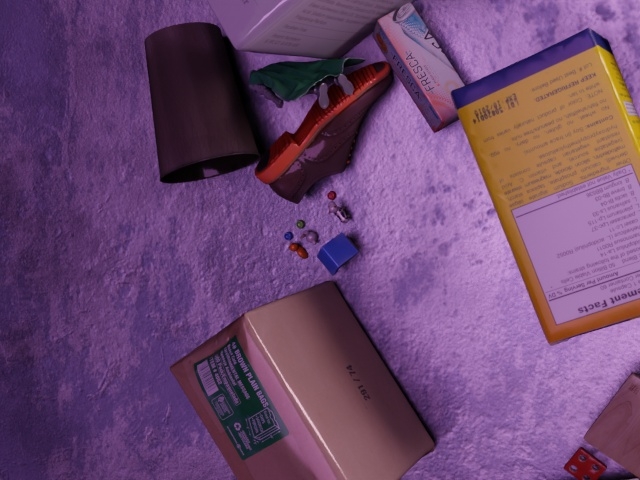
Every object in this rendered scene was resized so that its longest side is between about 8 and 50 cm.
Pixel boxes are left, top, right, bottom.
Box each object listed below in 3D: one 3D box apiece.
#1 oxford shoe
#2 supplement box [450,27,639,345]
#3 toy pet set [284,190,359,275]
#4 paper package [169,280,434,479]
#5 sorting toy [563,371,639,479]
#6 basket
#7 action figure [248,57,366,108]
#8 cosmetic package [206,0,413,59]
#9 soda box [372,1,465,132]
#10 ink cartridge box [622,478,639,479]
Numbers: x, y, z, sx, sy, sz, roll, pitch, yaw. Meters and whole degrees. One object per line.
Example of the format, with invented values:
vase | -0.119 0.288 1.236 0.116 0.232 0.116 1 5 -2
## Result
oxford shoe | 0.022 -0.170 1.364 0.271 0.097 0.098 -41 114 17
supplement box | 0.346 -0.071 1.154 0.194 0.195 0.357 -22 87 26
toy pet set | 0.000 0.000 1.395 0.122 0.065 0.114 -44 79 24
paper package | -0.015 0.254 1.303 0.168 0.309 0.325 -36 81 24
sorting toy | 0.462 0.272 1.223 0.132 0.046 0.275 34 121 17
basket | -0.202 -0.226 1.410 0.204 0.154 0.227 -15 86 54
action figure | -0.045 -0.246 1.343 0.232 0.137 0.064 22 135 53
cosmetic package | 0.021 -0.492 1.171 0.393 0.327 0.330 -33 84 26
soda box | 0.151 -0.255 1.281 0.063 0.058 0.183 -31 84 -10
ink cartridge box | 0.411 0.466 1.237 0.158 0.092 0.218 -18 96 31
